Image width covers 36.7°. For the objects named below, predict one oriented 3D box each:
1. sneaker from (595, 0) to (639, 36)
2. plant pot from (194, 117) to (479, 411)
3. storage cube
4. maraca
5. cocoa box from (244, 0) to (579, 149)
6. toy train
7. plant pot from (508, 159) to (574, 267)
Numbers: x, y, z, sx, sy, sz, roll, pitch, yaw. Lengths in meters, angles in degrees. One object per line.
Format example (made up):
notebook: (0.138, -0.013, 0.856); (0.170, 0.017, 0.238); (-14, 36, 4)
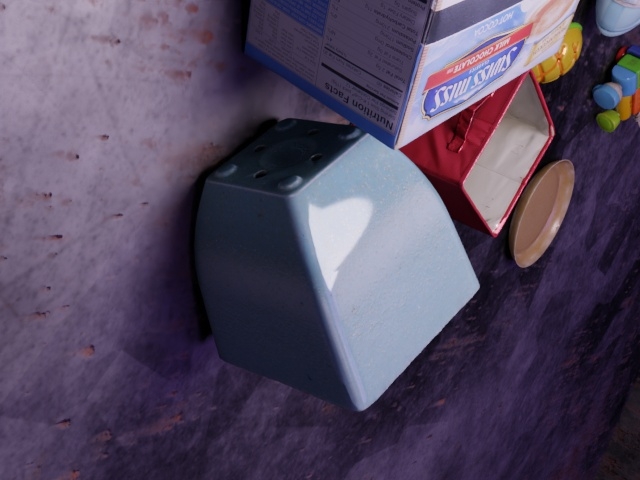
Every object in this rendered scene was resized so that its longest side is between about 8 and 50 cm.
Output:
sneaker: (0.609, -0.509, 1.798); (0.366, 0.135, 0.150); (-42, 164, -30)
plant pot: (0.000, 0.000, 1.129); (0.247, 0.248, 0.252); (-41, 127, -33)
storage cube: (0.182, -0.148, 1.328); (0.183, 0.193, 0.215); (-59, 149, -7)
maraca: (0.348, -0.301, 1.558); (0.186, 0.099, 0.127); (-25, 161, -28)
cocoa box: (0.121, -0.297, 1.050); (0.347, 0.231, 0.228); (-33, 148, -39)
toy train: (0.640, -0.278, 2.031); (0.143, 0.105, 0.248); (-41, 145, -15)
plant pot: (0.444, -0.059, 1.957); (0.236, 0.032, 0.236); (-35, 139, -38)
